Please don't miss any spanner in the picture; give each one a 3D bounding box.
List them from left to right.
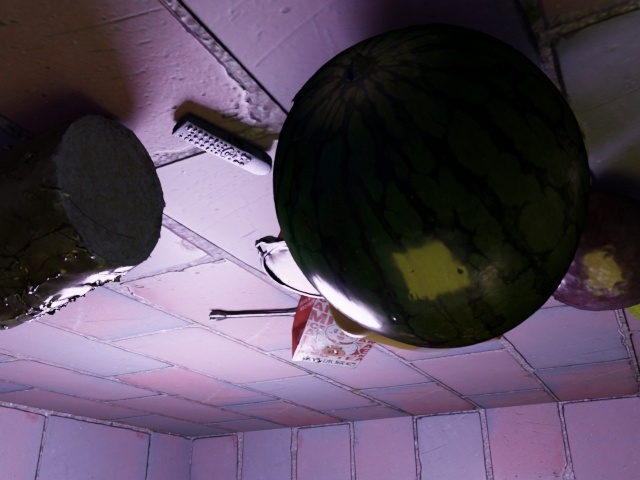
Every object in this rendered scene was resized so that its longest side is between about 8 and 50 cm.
[{"bbox_3d":[-0.156,0.185,1.568,0.254,0.015,0.054,-3,155,4],"label":"spanner"}]

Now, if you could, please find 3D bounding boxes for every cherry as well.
[{"bbox_3d":[0.463,0.021,1.043,0.213,0.184,0.266,-22,133,23],"label":"cherry"}]

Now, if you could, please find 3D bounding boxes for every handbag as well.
[{"bbox_3d":[0.037,0.168,1.384,0.170,0.151,0.298,9,150,-7],"label":"handbag"}]

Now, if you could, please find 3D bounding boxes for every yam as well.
[{"bbox_3d":[-0.393,-0.021,0.877,0.348,0.241,0.241,-20,149,29],"label":"yam"}]

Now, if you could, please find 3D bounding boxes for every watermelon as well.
[{"bbox_3d":[0.117,-0.059,0.686,0.362,0.364,0.363,-1,155,0],"label":"watermelon"}]

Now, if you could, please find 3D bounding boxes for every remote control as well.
[{"bbox_3d":[-0.132,-0.132,0.881,0.152,0.027,0.043,22,153,-37],"label":"remote control"}]

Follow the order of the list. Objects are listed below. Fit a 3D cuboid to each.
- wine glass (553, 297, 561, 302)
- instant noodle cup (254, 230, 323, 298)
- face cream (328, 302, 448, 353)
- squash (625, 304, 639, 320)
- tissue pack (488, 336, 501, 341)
[{"bbox_3d":[0.476,0.076,1.297,0.066,0.066,0.198,-18,150,33],"label":"wine glass"},{"bbox_3d":[0.000,0.000,1.026,0.177,0.126,0.208,-17,137,38],"label":"instant noodle cup"},{"bbox_3d":[0.145,0.080,1.112,0.179,0.218,0.218,18,149,-33],"label":"face cream"},{"bbox_3d":[0.727,0.073,1.338,0.288,0.203,0.111,40,148,-2],"label":"squash"},{"bbox_3d":[0.329,0.152,1.389,0.082,0.120,0.169,-22,146,31],"label":"tissue pack"}]
